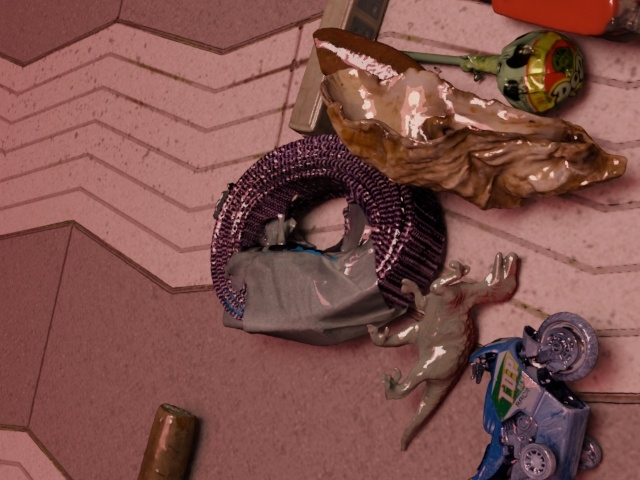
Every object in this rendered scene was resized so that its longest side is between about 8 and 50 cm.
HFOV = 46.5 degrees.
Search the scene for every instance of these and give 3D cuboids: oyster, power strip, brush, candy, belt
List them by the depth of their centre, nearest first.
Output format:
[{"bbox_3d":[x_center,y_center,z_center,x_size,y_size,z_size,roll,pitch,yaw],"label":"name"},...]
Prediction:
[{"bbox_3d":[0.262,-0.253,0.779,0.323,0.051,0.070,41,130,51],"label":"brush"},{"bbox_3d":[0.145,-0.105,0.807,0.341,0.166,0.110,16,126,13],"label":"oyster"},{"bbox_3d":[0.172,-0.209,0.888,0.091,0.083,0.305,-49,39,-17],"label":"candy"},{"bbox_3d":[0.000,0.000,0.949,0.324,0.122,0.260,-4,71,36],"label":"belt"},{"bbox_3d":[0.029,-0.256,1.005,0.052,0.078,0.272,20,93,39],"label":"power strip"}]

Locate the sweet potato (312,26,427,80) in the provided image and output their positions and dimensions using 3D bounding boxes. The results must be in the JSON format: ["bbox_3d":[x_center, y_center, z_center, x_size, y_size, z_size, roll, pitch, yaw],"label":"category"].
[{"bbox_3d":[0.097,-0.191,0.920,0.243,0.077,0.077,31,102,10],"label":"sweet potato"}]

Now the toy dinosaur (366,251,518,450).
[{"bbox_3d":[0.137,0.132,0.845,0.053,0.167,0.242,-110,18,-76],"label":"toy dinosaur"}]

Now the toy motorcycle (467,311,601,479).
[{"bbox_3d":[0.204,0.189,0.758,0.135,0.092,0.255,16,100,50],"label":"toy motorcycle"}]

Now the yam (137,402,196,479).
[{"bbox_3d":[-0.256,0.426,1.092,0.083,0.083,0.372,19,94,41],"label":"yam"}]
